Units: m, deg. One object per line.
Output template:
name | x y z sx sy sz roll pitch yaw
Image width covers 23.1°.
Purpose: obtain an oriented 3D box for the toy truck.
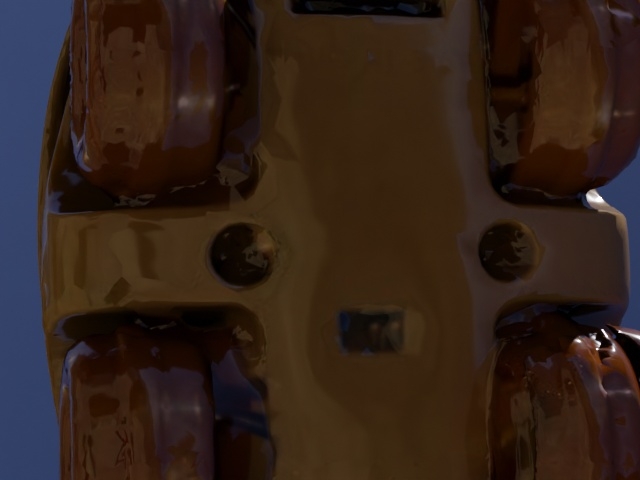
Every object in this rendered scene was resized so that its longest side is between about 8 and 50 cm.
toy truck | 0.000 0.000 0.568 0.211 0.204 0.288 160 -72 -76
